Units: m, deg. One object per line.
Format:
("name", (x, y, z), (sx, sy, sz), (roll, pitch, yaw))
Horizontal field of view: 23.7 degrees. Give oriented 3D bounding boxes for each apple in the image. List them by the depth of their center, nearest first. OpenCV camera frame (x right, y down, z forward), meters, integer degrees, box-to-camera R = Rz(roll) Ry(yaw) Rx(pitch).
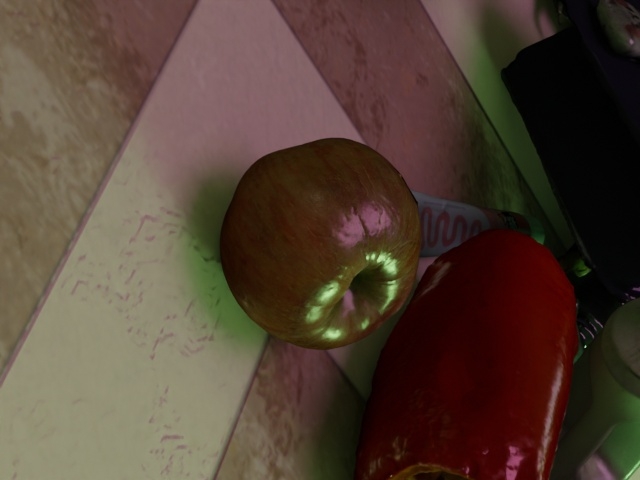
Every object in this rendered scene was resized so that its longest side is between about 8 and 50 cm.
("apple", (-0.002, 0.002, 0.920), (0.126, 0.126, 0.102), (25, 20, -52))

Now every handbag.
("handbag", (0.342, -0.081, 1.250), (0.329, 0.122, 0.303), (6, 42, -22))

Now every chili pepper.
("chili pepper", (0.118, 0.064, 1.065), (0.338, 0.131, 0.134), (-64, 173, -46))

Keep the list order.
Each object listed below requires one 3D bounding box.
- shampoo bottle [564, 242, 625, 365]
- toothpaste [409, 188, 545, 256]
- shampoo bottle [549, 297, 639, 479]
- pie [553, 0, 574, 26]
("shampoo bottle", (0.262, 0.031, 1.332), (0.284, 0.101, 0.101), (-41, 116, -53))
("toothpaste", (0.108, -0.009, 1.168), (0.205, 0.036, 0.056), (4, 79, -53))
("shampoo bottle", (0.221, 0.116, 1.121), (0.087, 0.234, 0.118), (42, 39, 15))
("pie", (0.272, -0.345, 1.483), (0.296, 0.078, 0.371), (-22, 101, -57))
